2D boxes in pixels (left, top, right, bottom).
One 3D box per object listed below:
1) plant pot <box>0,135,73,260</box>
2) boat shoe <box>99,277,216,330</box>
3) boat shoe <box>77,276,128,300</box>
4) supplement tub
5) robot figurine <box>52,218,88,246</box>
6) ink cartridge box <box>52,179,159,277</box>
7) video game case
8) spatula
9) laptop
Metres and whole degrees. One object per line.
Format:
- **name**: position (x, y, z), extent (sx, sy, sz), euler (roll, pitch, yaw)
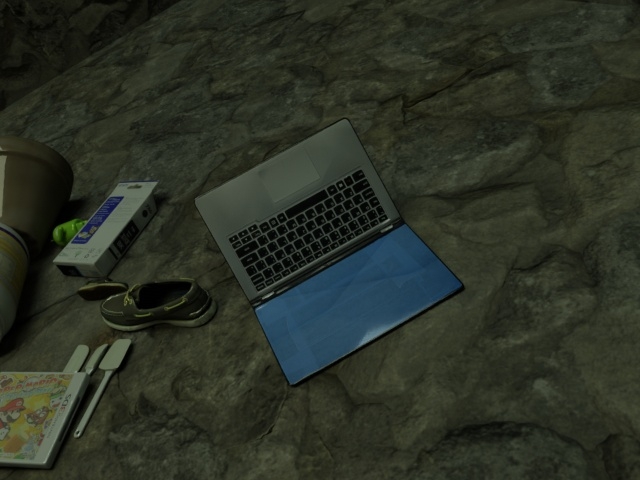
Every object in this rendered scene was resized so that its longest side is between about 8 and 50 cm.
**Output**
- **plant pot**: position (-0.902, -0.096, 1.911), extent (0.323, 0.323, 0.280), euler (-17, 54, 11)
- **boat shoe**: position (-0.381, 0.137, 1.480), extent (0.305, 0.091, 0.109), euler (-5, 42, 25)
- **boat shoe**: position (-0.535, 0.113, 1.626), extent (0.152, 0.056, 0.049), euler (-6, 47, 24)
- **supplement tub**: position (-0.886, 0.122, 1.662), extent (0.241, 0.241, 0.331), euler (-23, 37, 3)
- **robot figurine**: position (-0.710, -0.021, 1.873), extent (0.115, 0.067, 0.101), euler (-18, 11, 17)
- **ink cartridge box**: position (-0.574, -0.038, 1.821), extent (0.165, 0.065, 0.333), euler (1, 46, 31)
- **video game case**: position (-0.614, 0.365, 1.359), extent (0.226, 0.026, 0.206), euler (-3, 46, 17)
- **spatula**: position (-0.513, 0.313, 1.407), extent (0.168, 0.019, 0.242), euler (-6, 41, 22)
- **laptop**: position (0.000, 0.000, 1.321), extent (0.382, 0.408, 0.236), euler (-29, 4, -5)
